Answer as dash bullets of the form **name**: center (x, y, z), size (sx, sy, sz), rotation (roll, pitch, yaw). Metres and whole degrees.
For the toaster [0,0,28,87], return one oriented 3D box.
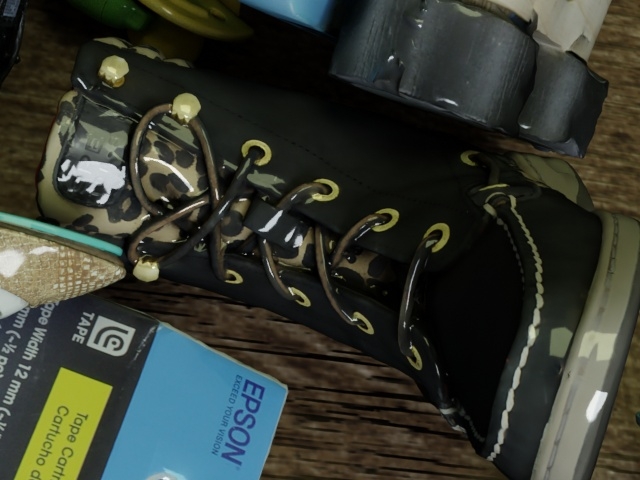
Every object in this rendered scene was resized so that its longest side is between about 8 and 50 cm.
- **toaster**: center (-0.214, -0.114, 0.925), size (0.110, 0.186, 0.168), rotation (21, 96, -2)

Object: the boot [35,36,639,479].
- **boot**: center (0.000, 0.000, 0.884), size (0.284, 0.138, 0.377), rotation (16, 16, -4)

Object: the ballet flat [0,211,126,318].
- **ballet flat**: center (-0.194, 0.006, 0.811), size (0.206, 0.073, 0.067), rotation (17, 78, -5)

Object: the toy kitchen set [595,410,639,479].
- **toy kitchen set**: center (0.195, 0.129, 0.875), size (0.166, 0.122, 0.207), rotation (-18, 23, -9)

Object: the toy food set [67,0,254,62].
- **toy food set**: center (-0.139, -0.174, 1.083), size (0.218, 0.071, 0.128), rotation (44, 25, 8)

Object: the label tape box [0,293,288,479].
- **label tape box**: center (-0.217, 0.120, 0.824), size (0.347, 0.115, 0.249), rotation (23, 52, -6)

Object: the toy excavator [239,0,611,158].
- **toy excavator**: center (-0.062, -0.225, 0.961), size (0.445, 0.433, 0.222), rotation (20, 94, 21)
